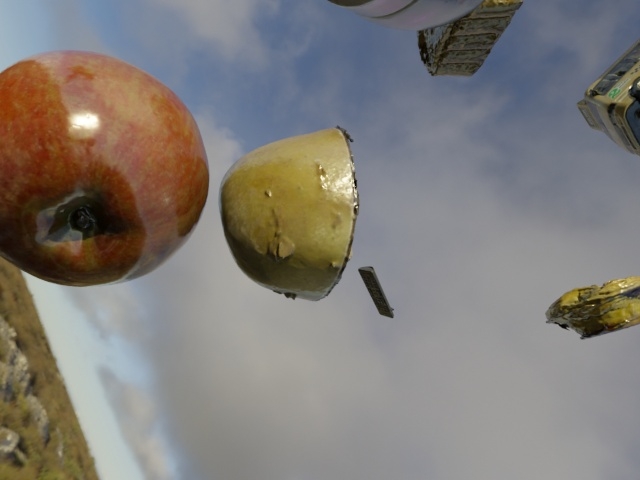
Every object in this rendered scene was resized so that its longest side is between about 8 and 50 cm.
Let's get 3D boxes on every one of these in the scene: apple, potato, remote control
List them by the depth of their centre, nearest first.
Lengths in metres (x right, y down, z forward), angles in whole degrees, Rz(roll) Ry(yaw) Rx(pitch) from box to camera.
[{"bbox_3d":[-0.191,-0.056,0.350,0.174,0.188,0.188,-115,-152,-49],"label":"apple"},{"bbox_3d":[-0.049,-0.037,0.438,0.182,0.117,0.202,122,-33,-54],"label":"potato"},{"bbox_3d":[0.085,0.076,0.603,0.034,0.016,0.091,6,-50,50],"label":"remote control"}]

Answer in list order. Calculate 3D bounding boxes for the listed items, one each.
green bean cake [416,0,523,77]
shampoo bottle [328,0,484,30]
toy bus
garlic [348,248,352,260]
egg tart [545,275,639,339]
[{"bbox_3d":[0.281,-0.469,0.799,0.230,0.131,0.224,111,-22,-73],"label":"green bean cake"},{"bbox_3d":[0.125,-0.442,0.563,0.273,0.266,0.273,24,-57,43],"label":"shampoo bottle"},{"bbox_3d":[0.754,-0.362,0.863,0.177,0.365,0.202,40,12,-25],"label":"toy bus"},{"bbox_3d":[0.000,0.000,1.430,0.218,0.218,0.212,113,-23,-44],"label":"garlic"},{"bbox_3d":[0.635,0.156,0.922,0.241,0.241,0.106,-49,-132,51],"label":"egg tart"}]
